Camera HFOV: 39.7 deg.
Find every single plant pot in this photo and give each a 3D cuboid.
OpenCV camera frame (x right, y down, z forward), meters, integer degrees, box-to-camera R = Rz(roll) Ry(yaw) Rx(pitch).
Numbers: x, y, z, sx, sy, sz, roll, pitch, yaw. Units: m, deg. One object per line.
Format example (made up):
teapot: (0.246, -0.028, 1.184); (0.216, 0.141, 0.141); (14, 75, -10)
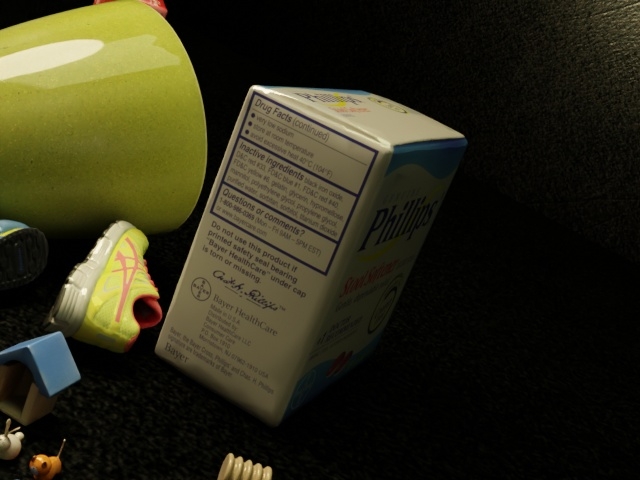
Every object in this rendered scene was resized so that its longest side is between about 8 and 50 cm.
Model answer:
plant pot: (-0.321, -0.112, 0.947); (0.293, 0.274, 0.275); (-15, 39, -40)

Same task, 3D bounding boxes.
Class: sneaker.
sneaker: (-0.349, 0.021, 0.802); (0.082, 0.069, 0.209); (10, 13, 27)
sneaker: (-0.198, 0.052, 0.880); (0.094, 0.081, 0.208); (28, 23, -8)

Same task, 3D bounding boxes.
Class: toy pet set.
toy pet set: (-0.228, 0.114, 0.657); (0.122, 0.065, 0.114); (28, 18, 12)

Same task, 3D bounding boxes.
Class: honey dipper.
honey dipper: (-0.005, 0.212, 0.716); (0.161, 0.030, 0.030); (23, 17, -11)

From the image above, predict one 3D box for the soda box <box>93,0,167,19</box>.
soda box: (-0.294, -0.214, 1.213); (0.092, 0.263, 0.083); (16, 20, -20)

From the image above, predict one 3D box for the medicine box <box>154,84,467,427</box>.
medicine box: (0.000, 0.000, 0.906); (0.149, 0.289, 0.263); (29, 18, 17)
